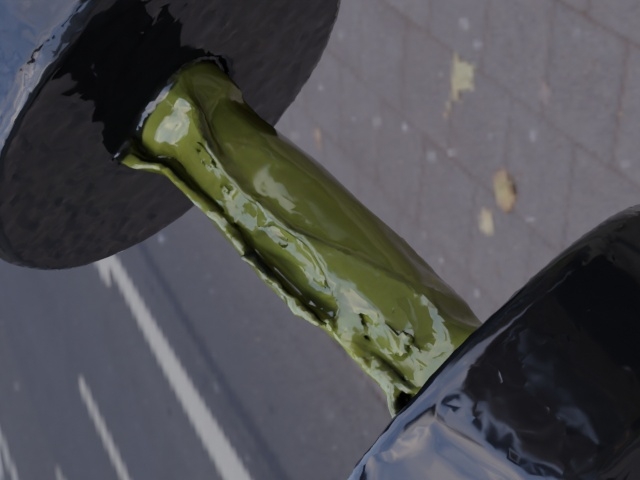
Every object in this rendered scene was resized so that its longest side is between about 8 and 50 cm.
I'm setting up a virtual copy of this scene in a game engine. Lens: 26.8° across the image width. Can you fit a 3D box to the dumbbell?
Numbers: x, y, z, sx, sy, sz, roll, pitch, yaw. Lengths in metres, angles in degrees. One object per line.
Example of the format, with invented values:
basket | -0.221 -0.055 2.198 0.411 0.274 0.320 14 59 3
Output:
dumbbell | 0.000 0.000 0.544 0.322 0.204 0.203 44 145 18
